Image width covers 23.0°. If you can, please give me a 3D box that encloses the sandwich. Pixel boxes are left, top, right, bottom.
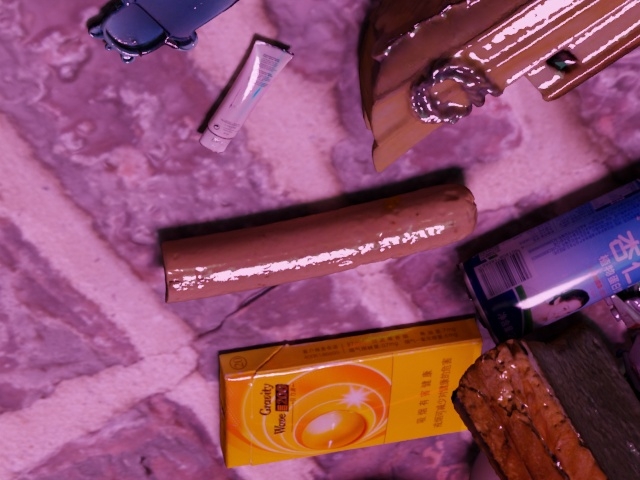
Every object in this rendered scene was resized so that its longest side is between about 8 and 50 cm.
[{"bbox_3d":[0.260,0.207,1.535,0.095,0.249,0.273,-37,167,21],"label":"sandwich"}]

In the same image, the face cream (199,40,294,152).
[{"bbox_3d":[-0.066,-0.123,1.346,0.038,0.020,0.115,18,124,-30],"label":"face cream"}]

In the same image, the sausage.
[{"bbox_3d":[0.000,0.001,1.461,0.301,0.066,0.066,-10,135,-5],"label":"sausage"}]

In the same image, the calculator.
[{"bbox_3d":[-0.119,-0.192,1.264,0.141,0.019,0.094,-32,133,16],"label":"calculator"}]

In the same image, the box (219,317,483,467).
[{"bbox_3d":[0.030,0.160,1.637,0.269,0.043,0.152,-9,135,-11],"label":"box"}]

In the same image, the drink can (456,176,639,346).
[{"bbox_3d":[0.256,0.015,1.531,0.235,0.097,0.097,-26,135,6],"label":"drink can"}]

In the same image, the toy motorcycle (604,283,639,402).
[{"bbox_3d":[0.352,0.102,1.659,0.122,0.082,0.213,-34,126,1],"label":"toy motorcycle"}]

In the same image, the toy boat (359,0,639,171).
[{"bbox_3d":[0.206,-0.206,1.287,0.445,0.136,0.162,-32,130,20],"label":"toy boat"}]

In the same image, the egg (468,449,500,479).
[{"bbox_3d":[0.253,0.303,1.713,0.176,0.232,0.176,-8,130,-10],"label":"egg"}]
